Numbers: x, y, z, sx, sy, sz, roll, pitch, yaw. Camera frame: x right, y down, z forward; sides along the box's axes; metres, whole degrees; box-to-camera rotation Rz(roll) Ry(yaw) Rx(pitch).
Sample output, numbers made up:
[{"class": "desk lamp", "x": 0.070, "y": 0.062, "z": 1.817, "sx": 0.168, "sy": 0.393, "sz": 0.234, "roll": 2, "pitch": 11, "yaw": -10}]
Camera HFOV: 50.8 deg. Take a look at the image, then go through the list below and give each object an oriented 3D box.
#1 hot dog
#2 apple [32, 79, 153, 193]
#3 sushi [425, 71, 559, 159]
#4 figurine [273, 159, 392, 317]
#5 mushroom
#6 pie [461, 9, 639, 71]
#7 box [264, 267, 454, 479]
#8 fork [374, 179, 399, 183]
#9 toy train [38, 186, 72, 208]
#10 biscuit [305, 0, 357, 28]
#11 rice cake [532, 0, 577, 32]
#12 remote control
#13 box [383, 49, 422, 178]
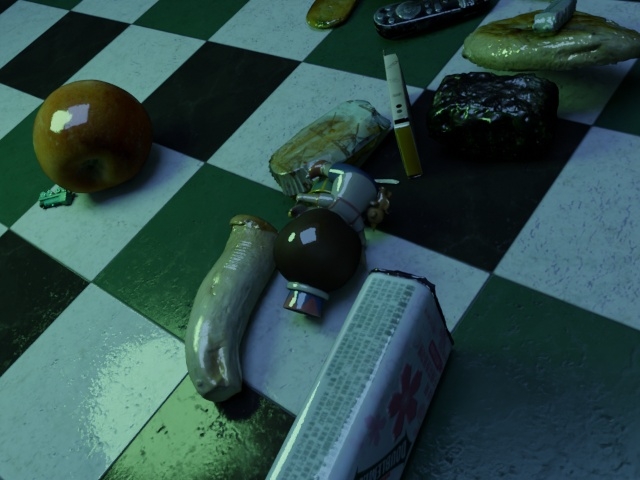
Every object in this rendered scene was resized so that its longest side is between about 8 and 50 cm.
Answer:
[{"class": "hot dog", "x": 0.016, "y": -0.181, "z": 1.322, "sx": 0.270, "sy": 0.081, "sz": 0.163, "roll": -40, "pitch": 47, "yaw": -17}, {"class": "apple", "x": -0.500, "y": -0.221, "z": 1.484, "sx": 0.254, "sy": 0.253, "sz": 0.253, "roll": -12, "pitch": 48, "yaw": 14}, {"class": "sushi", "x": 0.304, "y": -0.218, "z": 1.198, "sx": 0.225, "sy": 0.124, "sz": 0.127, "roll": 10, "pitch": 60, "yaw": 22}, {"class": "figurine", "x": 0.004, "y": -0.003, "z": 1.139, "sx": 0.158, "sy": 0.161, "sz": 0.275, "roll": -35, "pitch": 23, "yaw": 56}, {"class": "mushroom", "x": -0.151, "y": 0.103, "z": 1.147, "sx": 0.123, "sy": 0.095, "sz": 0.351, "roll": 8, "pitch": 55, "yaw": 7}, {"class": "pie", "x": 0.422, "y": -0.368, "z": 1.236, "sx": 0.338, "sy": 0.075, "sz": 0.337, "roll": -4, "pitch": 26, "yaw": 2}, {"class": "box", "x": 0.056, "y": 0.230, "z": 0.883, "sx": 0.112, "sy": 0.190, "sz": 0.369, "roll": 10, "pitch": 56, "yaw": 30}, {"class": "fork", "x": 0.094, "y": -0.113, "z": 1.276, "sx": 0.115, "sy": 0.012, "sz": 0.016, "roll": 4, "pitch": 61, "yaw": 26}, {"class": "toy train", "x": -0.614, "y": -0.098, "z": 1.562, "sx": 0.092, "sy": 0.029, "sz": 0.045, "roll": -11, "pitch": 64, "yaw": 20}, {"class": "biscuit", "x": 0.047, "y": -0.619, "z": 1.715, "sx": 0.118, "sy": 0.029, "sz": 0.247, "roll": 13, "pitch": 58, "yaw": 23}, {"class": "rice cake", "x": 0.414, "y": -0.400, "z": 1.182, "sx": 0.043, "sy": 0.034, "sz": 0.211, "roll": 2, "pitch": 27, "yaw": 30}, {"class": "remote control", "x": 0.253, "y": -0.513, "z": 1.521, "sx": 0.266, "sy": 0.066, "sz": 0.090, "roll": -12, "pitch": 61, "yaw": 8}, {"class": "box", "x": 0.156, "y": -0.249, "z": 1.284, "sx": 0.033, "sy": 0.129, "sz": 0.247, "roll": -13, "pitch": 49, "yaw": 12}]
